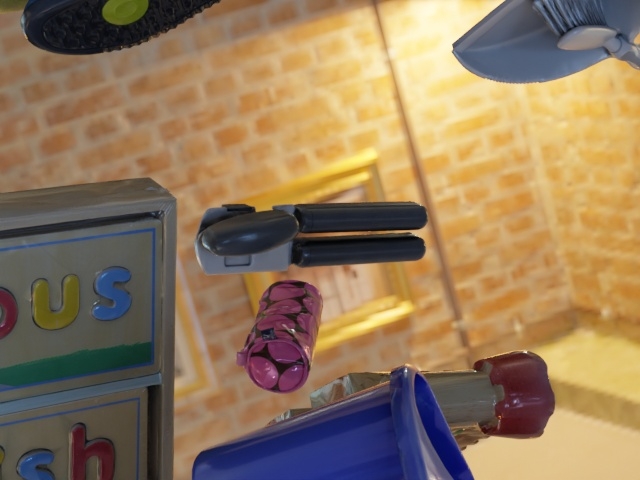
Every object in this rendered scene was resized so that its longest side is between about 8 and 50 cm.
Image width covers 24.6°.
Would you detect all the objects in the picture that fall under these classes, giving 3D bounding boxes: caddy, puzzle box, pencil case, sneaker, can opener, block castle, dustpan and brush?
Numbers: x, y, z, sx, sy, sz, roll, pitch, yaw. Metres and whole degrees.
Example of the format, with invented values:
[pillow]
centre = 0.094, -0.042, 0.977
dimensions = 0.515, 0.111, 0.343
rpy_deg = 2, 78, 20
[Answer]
[caddy]
centre = 0.061, 0.220, 0.835
dimensions = 0.179, 0.341, 0.241
rpy_deg = -17, -126, 8
[puzzle box]
centre = -0.288, 0.112, 0.962
dimensions = 0.409, 0.272, 0.052
rpy_deg = -9, -157, -28
[pencil case]
centre = -0.052, 0.125, 2.002
dimensions = 0.098, 0.095, 0.209
rpy_deg = 1, -160, 6
[sneaker]
centre = -0.104, -0.192, 0.965
dimensions = 0.209, 0.082, 0.069
rpy_deg = -26, 153, -2
[can opener]
centre = 0.000, 0.000, 1.604
dimensions = 0.283, 0.076, 0.095
rpy_deg = -3, -166, -25
[block castle]
centre = 0.096, 0.303, 1.489
dimensions = 0.213, 0.303, 0.453
rpy_deg = -1, 160, -26
[dustpan and brush]
centre = 0.209, -0.157, 1.100
dimensions = 0.147, 0.060, 0.211
rpy_deg = -37, 164, 29

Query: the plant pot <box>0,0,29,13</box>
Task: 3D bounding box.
[plant pot]
centre = -0.276, -0.334, 0.989
dimensions = 0.366, 0.366, 0.353
rpy_deg = -14, 159, 6
